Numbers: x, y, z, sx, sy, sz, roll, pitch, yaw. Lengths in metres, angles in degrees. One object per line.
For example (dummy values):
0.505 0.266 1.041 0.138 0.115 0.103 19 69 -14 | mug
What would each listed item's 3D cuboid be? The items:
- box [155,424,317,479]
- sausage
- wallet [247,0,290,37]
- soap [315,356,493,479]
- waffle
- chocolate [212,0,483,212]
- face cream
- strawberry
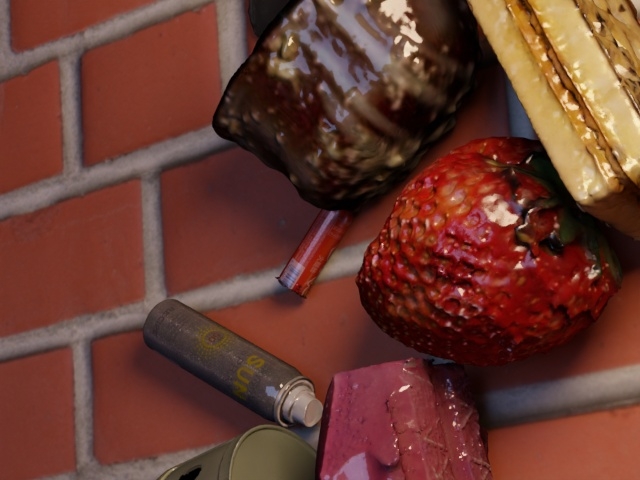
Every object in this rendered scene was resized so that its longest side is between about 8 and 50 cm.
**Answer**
-0.083 0.344 1.939 0.149 0.226 0.226 -29 64 28 | box
0.000 0.000 2.075 0.048 0.050 0.145 33 100 10 | sausage
0.023 -0.349 2.146 0.285 0.030 0.146 -7 78 37 | wallet
0.100 0.292 1.825 0.127 0.220 0.325 -20 76 36 | soap
0.280 -0.180 1.765 0.114 0.261 0.376 -33 62 20 | waffle
0.055 -0.177 1.970 0.340 0.225 0.210 -48 69 20 | chocolate
-0.107 0.157 2.098 0.283 0.073 0.073 27 96 38 | face cream
0.169 0.022 1.818 0.288 0.250 0.239 -27 90 25 | strawberry
